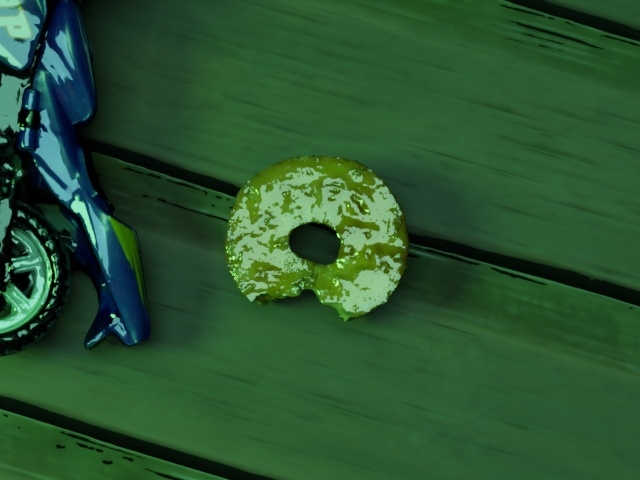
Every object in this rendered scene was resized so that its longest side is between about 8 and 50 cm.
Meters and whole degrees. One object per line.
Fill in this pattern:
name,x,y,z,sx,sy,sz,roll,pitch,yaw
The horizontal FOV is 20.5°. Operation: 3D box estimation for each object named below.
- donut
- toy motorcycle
donut,0.000,0.000,1.044,0.108,0.043,0.097,15,79,6
toy motorcycle,-0.179,-0.084,1.035,0.169,0.113,0.315,-13,87,-11
